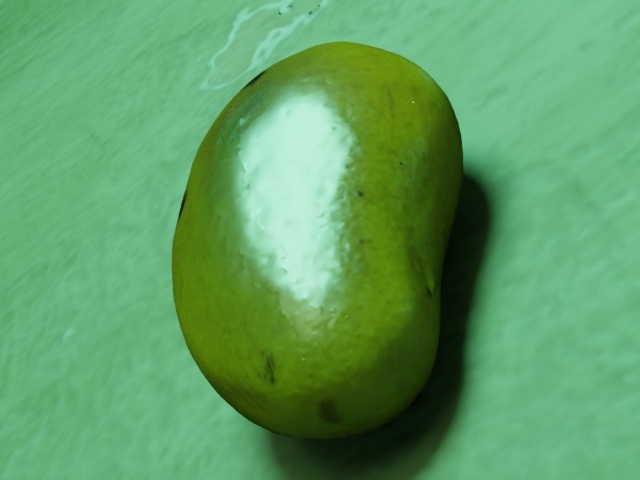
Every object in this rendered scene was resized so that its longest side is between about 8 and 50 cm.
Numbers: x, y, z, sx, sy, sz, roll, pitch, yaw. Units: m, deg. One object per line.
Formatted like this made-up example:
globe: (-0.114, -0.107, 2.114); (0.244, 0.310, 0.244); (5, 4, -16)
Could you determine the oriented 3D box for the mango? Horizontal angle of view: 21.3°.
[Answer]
mango: (-0.003, 0.000, 0.646); (0.115, 0.090, 0.178); (-17, 47, 30)
